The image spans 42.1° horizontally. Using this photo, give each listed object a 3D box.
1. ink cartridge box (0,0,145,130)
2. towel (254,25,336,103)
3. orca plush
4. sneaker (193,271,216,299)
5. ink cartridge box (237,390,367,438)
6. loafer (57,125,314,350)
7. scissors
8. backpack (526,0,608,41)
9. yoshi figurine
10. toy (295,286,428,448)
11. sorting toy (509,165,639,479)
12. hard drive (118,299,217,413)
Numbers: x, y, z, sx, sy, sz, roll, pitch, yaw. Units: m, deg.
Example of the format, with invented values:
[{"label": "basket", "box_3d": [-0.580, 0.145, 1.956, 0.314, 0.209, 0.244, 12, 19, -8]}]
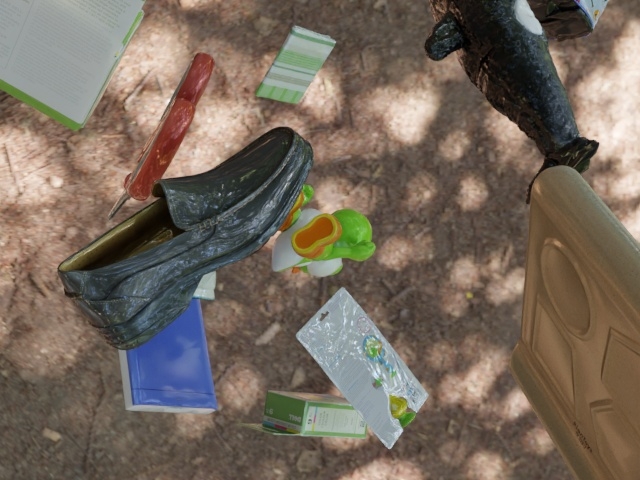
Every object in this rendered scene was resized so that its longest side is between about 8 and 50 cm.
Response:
[{"label": "ink cartridge box", "box_3d": [-0.275, -0.262, 0.859, 0.189, 0.255, 0.097, 30, 43, -17]}, {"label": "towel", "box_3d": [-0.049, -0.327, 1.560, 0.113, 0.023, 0.152, 4, 131, -46]}, {"label": "orca plush", "box_3d": [0.146, -0.165, 0.787, 0.102, 0.151, 0.287, -11, 72, -11]}, {"label": "sneaker", "box_3d": [-0.270, 0.052, 1.482, 0.228, 0.087, 0.092, 19, 72, -62]}, {"label": "ink cartridge box", "box_3d": [-0.026, 0.298, 1.433, 0.209, 0.109, 0.062, 13, 83, -40]}, {"label": "loafer", "box_3d": [-0.074, -0.013, 0.485, 0.170, 0.062, 0.061, -46, 129, -13]}, {"label": "scissors", "box_3d": [-0.151, -0.044, 0.666, 0.021, 0.297, 0.109, 26, 56, -18]}, {"label": "backpack", "box_3d": [0.431, -0.497, 1.596, 0.276, 0.263, 0.213, 29, 95, -31]}, {"label": "yoshi figurine", "box_3d": [0.013, -0.025, 1.759, 0.362, 0.203, 0.203, 47, 43, -73]}, {"label": "toy", "box_3d": [0.062, 0.211, 1.361, 0.237, 0.056, 0.137, 49, 49, -3]}, {"label": "sorting toy", "box_3d": [0.188, 0.082, 0.540, 0.038, 0.193, 0.208, -15, 136, -11]}, {"label": "hard drive", "box_3d": [-0.318, 0.186, 1.677, 0.210, 0.040, 0.319, 17, 52, -48]}]
